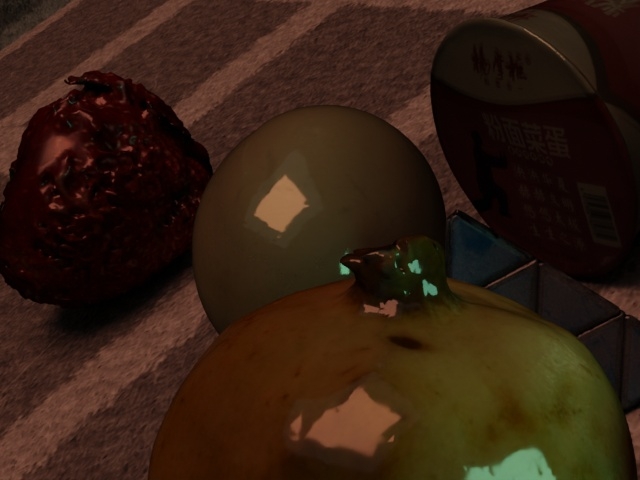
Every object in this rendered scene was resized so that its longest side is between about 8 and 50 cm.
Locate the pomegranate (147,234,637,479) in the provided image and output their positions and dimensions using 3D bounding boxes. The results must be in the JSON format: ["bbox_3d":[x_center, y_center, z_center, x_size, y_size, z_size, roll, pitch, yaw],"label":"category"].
[{"bbox_3d":[0.039,0.160,0.761,0.307,0.307,0.307,-24,27,13],"label":"pomegranate"}]

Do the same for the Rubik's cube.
[{"bbox_3d":[0.118,0.068,0.935,0.190,0.178,0.211,-47,29,-23],"label":"Rubik's cube"}]

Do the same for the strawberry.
[{"bbox_3d":[-0.235,-0.050,1.473,0.220,0.274,0.274,16,40,6],"label":"strawberry"}]

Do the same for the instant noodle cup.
[{"bbox_3d":[0.230,-0.110,1.087,0.178,0.234,0.235,-32,25,-25],"label":"instant noodle cup"}]

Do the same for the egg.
[{"bbox_3d":[0.000,0.000,1.120,0.219,0.219,0.269,-20,24,21],"label":"egg"}]
